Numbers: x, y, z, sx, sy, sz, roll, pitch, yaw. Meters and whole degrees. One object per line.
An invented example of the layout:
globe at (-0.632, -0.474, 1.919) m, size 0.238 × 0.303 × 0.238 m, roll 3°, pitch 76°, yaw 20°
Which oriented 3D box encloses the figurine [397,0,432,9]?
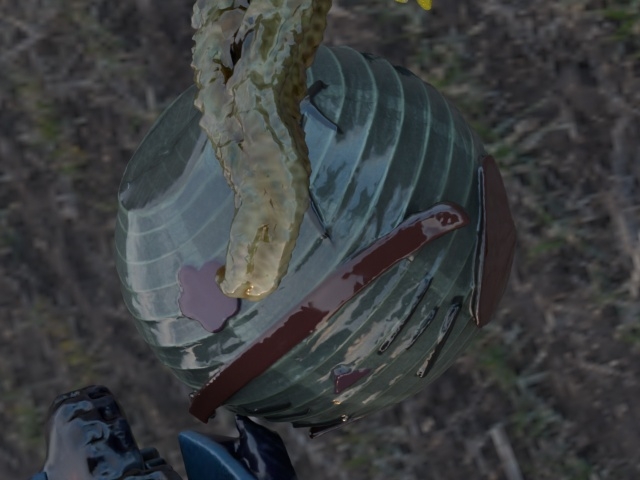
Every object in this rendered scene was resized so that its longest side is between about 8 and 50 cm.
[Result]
figurine at (0.109, -0.268, 1.606) m, size 0.178 × 0.129 × 0.109 m, roll 95°, pitch 162°, yaw -51°

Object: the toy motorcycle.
toy motorcycle at (-0.076, 0.236, 1.100) m, size 0.416 × 0.172 × 0.232 m, roll -152°, pitch 51°, yaw -63°

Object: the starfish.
starfish at (-0.022, -0.165, 0.708) m, size 0.327 × 0.094 × 0.375 m, roll -7°, pitch 84°, yaw 33°

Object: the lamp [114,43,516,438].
lamp at (0.000, 0.000, 1.127) m, size 0.265 × 0.233 × 0.233 m, roll -39°, pitch 71°, yaw 42°
